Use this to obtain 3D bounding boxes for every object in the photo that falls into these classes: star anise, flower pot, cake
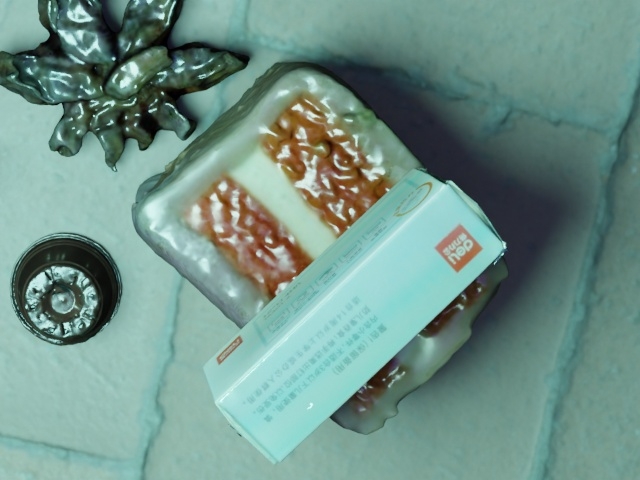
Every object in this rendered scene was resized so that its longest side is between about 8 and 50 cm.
[{"bbox_3d":[-0.189,-0.174,1.649,0.220,0.099,0.214,-44,110,-1],"label":"star anise"},{"bbox_3d":[-0.242,0.052,1.670,0.111,0.089,0.111,-1,97,-8],"label":"flower pot"},{"bbox_3d":[0.000,0.000,1.634,0.237,0.230,0.309,-44,102,1],"label":"cake"}]

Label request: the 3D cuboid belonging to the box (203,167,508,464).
[{"bbox_3d":[0.026,0.057,1.461,0.269,0.135,0.079,-44,103,-1],"label":"box"}]
